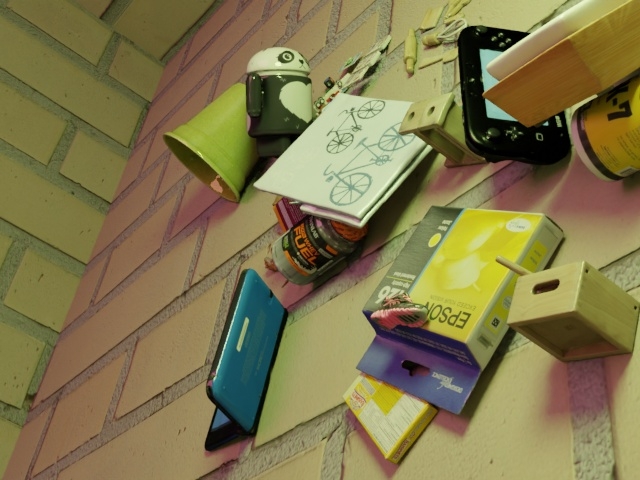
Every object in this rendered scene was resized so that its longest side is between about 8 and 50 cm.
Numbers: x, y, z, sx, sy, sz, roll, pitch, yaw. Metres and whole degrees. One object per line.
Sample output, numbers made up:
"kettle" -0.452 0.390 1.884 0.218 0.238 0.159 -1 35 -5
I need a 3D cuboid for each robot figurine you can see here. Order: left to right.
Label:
"robot figurine" -0.103 -0.350 2.292 0.209 0.173 0.278 -159 68 -85

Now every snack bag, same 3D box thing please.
"snack bag" 0.058 -0.171 1.806 0.342 0.037 0.323 17 58 45

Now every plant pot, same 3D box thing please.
"plant pot" -0.252 -0.289 2.507 0.254 0.276 0.276 -49 23 -13

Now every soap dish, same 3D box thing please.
"soap dish" 0.396 -0.278 1.255 0.291 0.118 0.229 -32 2 -20

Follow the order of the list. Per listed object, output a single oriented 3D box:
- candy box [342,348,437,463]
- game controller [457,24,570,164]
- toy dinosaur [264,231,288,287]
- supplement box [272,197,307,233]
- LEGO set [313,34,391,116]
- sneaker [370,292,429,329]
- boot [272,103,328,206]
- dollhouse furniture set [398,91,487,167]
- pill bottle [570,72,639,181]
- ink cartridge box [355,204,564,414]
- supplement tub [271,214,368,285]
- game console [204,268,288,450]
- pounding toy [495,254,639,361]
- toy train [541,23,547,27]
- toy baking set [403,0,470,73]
"candy box" 0.105 0.256 1.418 0.105 0.027 0.206 -54 24 4
"game controller" 0.313 -0.245 1.483 0.067 0.166 0.319 88 -176 -50
"toy dinosaur" -0.071 0.044 1.984 0.211 0.064 0.112 -168 92 -74
"supplement box" -0.002 -0.082 1.920 0.188 0.081 0.104 -42 57 29
"LEGO set" 0.075 -0.407 2.287 0.244 0.060 0.182 -21 30 51
"sneaker" 0.125 0.101 1.368 0.119 0.047 0.057 -12 41 56
"boot" 0.013 -0.181 2.065 0.269 0.089 0.236 -64 23 -8
"dollhouse furniture set" 0.254 -0.245 1.626 0.129 0.129 0.184 -2 59 61
"pill bottle" 0.448 -0.169 1.190 0.208 0.119 0.119 -29 36 45
"ink cartridge box" 0.189 0.088 1.396 0.307 0.072 0.303 -54 25 -12
"supplement tub" 0.000 0.000 1.816 0.190 0.117 0.117 -39 30 36
"game console" -0.187 0.242 1.819 0.173 0.250 0.293 -7 50 26
"pounding toy" 0.304 0.078 1.142 0.141 0.130 0.100 -21 42 53
"toy train" 0.429 -0.358 1.564 0.036 0.027 0.158 -61 24 0
"toy baking set" 0.255 -0.461 2.007 0.196 0.030 0.256 -34 33 40
